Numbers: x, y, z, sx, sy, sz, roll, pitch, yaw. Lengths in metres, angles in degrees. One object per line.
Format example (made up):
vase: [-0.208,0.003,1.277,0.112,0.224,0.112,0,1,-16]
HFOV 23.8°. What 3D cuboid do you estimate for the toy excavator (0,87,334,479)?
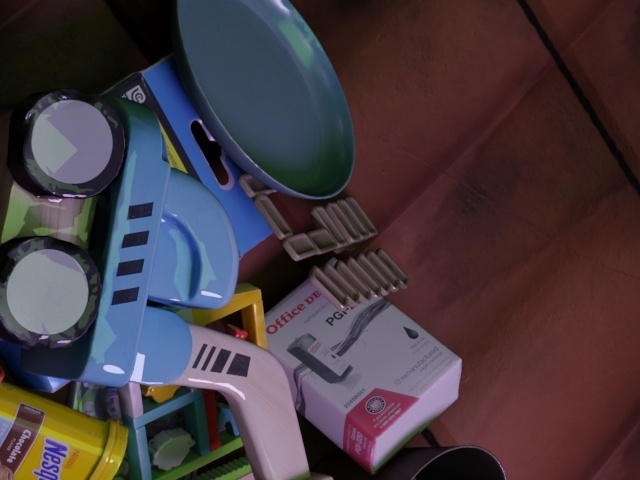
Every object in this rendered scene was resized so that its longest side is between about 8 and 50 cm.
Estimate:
toy excavator: [-0.161,0.086,1.558,0.445,0.222,0.433,13,82,-30]

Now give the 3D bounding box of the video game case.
video game case: [-0.220,0.240,1.774,0.173,0.022,0.190,12,84,-30]

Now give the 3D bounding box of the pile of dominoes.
pile of dominoes: [0.000,0.000,1.805,0.196,0.040,0.251,56,24,8]

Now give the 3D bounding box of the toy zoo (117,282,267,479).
toy zoo: [-0.142,0.173,1.736,0.192,0.030,0.293,-22,121,-34]

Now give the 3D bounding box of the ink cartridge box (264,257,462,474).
ink cartridge box: [0.038,0.146,1.817,0.158,0.218,0.092,-39,151,-26]

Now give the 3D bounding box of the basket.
basket: [0.089,0.327,1.840,0.204,0.227,0.154,-49,113,-21]

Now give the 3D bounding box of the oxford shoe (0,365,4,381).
oxford shoe: [-0.465,0.125,1.568,0.271,0.097,0.098,17,99,-5]

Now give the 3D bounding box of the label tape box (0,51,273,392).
label tape box: [-0.247,-0.029,1.710,0.347,0.115,0.249,-37,108,-29]

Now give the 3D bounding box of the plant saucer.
plant saucer: [-0.072,-0.185,1.774,0.317,0.043,0.318,39,36,-36]

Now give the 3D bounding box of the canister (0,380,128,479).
canister: [-0.313,0.226,1.652,0.170,0.073,0.126,24,119,-17]
